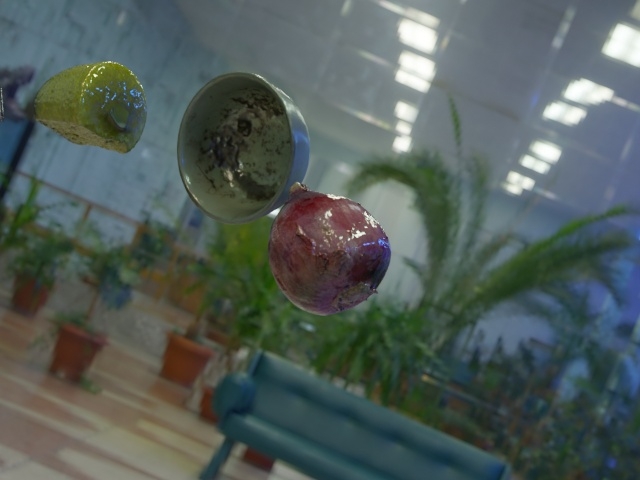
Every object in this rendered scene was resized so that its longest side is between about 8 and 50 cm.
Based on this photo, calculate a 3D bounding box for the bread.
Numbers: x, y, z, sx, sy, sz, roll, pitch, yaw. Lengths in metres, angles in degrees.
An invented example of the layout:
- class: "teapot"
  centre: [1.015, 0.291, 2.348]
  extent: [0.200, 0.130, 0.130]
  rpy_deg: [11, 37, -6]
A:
- class: "bread"
  centre: [-0.302, -0.180, 1.755]
  extent: [0.114, 0.111, 0.129]
  rpy_deg: [3, -23, 32]

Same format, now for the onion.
- class: "onion"
  centre: [0.000, 0.000, 1.708]
  extent: [0.159, 0.159, 0.195]
  rpy_deg: [24, 29, -54]

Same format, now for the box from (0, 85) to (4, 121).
- class: "box"
  centre: [-0.591, -0.341, 2.164]
  extent: [0.106, 0.252, 0.203]
  rpy_deg: [-8, -24, -6]

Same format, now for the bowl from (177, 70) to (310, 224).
- class: "bowl"
  centre: [-0.123, -0.174, 2.533]
  extent: [0.289, 0.289, 0.146]
  rpy_deg: [23, 14, 34]
